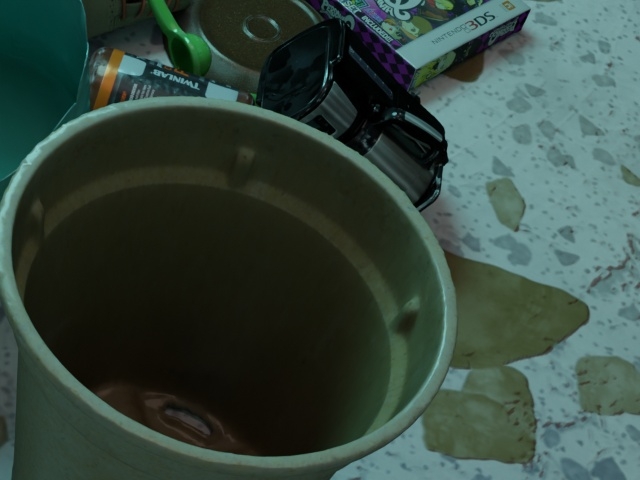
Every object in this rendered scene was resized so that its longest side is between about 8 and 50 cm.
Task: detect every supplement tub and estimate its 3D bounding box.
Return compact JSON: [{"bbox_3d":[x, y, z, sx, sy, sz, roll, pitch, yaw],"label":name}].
[{"bbox_3d":[-0.168,-0.119,1.633,0.198,0.106,0.106,18,46,-7],"label":"supplement tub"}]

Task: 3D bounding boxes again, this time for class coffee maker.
[{"bbox_3d":[0.027,-0.122,1.665,0.178,0.120,0.171,44,13,-32],"label":"coffee maker"}]

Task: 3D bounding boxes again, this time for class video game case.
[{"bbox_3d":[0.085,-0.282,1.920,0.232,0.042,0.210,44,48,19],"label":"video game case"}]

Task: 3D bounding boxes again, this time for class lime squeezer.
[{"bbox_3d":[-0.096,-0.181,1.702,0.310,0.110,0.059,36,-1,-15],"label":"lime squeezer"}]

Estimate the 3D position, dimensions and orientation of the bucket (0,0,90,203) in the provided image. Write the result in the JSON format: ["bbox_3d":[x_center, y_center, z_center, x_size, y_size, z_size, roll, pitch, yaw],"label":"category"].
[{"bbox_3d":[-0.322,-0.111,1.465,0.281,0.183,0.281,1,64,-2],"label":"bucket"}]

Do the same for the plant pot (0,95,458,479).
[{"bbox_3d":[-0.104,0.115,1.313,0.334,0.305,0.334,11,47,-13],"label":"plant pot"}]

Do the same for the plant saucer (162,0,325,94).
[{"bbox_3d":[-0.064,-0.210,1.804,0.199,0.036,0.198,10,48,-12],"label":"plant saucer"}]

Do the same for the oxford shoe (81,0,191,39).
[{"bbox_3d":[-0.195,-0.271,1.736,0.130,0.123,0.348,25,46,11],"label":"oxford shoe"}]
